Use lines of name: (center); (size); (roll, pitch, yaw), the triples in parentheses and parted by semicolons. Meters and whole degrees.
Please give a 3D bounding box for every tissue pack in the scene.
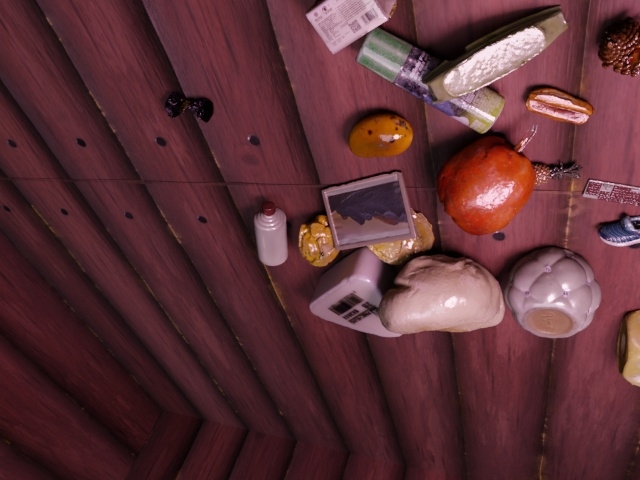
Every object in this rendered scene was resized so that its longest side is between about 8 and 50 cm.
tissue pack: (0.065, -0.481, 1.101); (0.148, 0.099, 0.106); (-18, 123, 40)

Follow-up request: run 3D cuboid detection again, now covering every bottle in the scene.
bottle: (-0.160, -0.029, 1.720); (0.104, 0.104, 0.245); (14, 140, 11)
bottle: (0.238, -0.353, 1.165); (0.330, 0.093, 0.093); (28, 141, -5)

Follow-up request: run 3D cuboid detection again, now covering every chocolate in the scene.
chocolate: (-0.373, -0.368, 1.477); (0.147, 0.070, 0.072); (9, 111, 16)

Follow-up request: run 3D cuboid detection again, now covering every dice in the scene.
dice: (0.948, 0.311, 1.505); (0.169, 0.166, 0.169); (6, 138, 21)

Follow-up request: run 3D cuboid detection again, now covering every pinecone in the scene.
pinecone: (0.578, -0.355, 0.999); (0.102, 0.102, 0.109); (-19, 135, 40)

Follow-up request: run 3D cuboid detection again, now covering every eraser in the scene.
eraser: (0.138, 0.160, 1.752); (0.331, 0.150, 0.331); (13, 138, 12)

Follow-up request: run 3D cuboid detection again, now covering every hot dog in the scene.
hot dog: (0.515, -0.290, 1.143); (0.144, 0.038, 0.062); (16, 138, 5)

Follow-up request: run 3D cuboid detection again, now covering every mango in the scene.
mango: (0.143, -0.260, 1.326); (0.178, 0.090, 0.115); (1, 144, 37)

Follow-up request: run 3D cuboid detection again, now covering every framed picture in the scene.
framed picture: (0.133, -0.080, 1.512); (0.265, 0.018, 0.192); (-11, 98, 35)

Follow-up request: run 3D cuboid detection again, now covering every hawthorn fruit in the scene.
hawthorn fruit: (0.404, -0.148, 1.239); (0.211, 0.211, 0.299); (32, 125, -11)

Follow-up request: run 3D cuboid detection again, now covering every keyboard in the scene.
keyboard: (0.718, -0.108, 1.264); (0.165, 0.017, 0.055); (12, 140, 14)

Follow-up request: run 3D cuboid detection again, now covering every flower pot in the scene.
flower pot: (0.630, 0.146, 1.454); (0.246, 0.195, 0.246); (13, 140, 11)

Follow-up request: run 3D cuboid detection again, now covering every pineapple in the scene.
pineapple: (0.554, -0.156, 1.262); (0.124, 0.058, 0.058); (2, 136, 24)

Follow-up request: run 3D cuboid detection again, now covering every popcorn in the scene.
popcorn: (0.000, 0.000, 1.653); (0.148, 0.152, 0.167); (1, 121, -27)

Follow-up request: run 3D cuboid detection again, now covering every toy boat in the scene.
toy boat: (0.345, -0.363, 1.056); (0.293, 0.055, 0.093); (-26, 113, 21)

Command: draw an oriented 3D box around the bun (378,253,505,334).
bun: (0.344, 0.157, 1.563); (0.364, 0.220, 0.365); (-3, 161, -1)

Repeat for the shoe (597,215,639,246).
shoe: (0.755, -0.030, 1.298); (0.142, 0.064, 0.071); (-10, 132, 31)

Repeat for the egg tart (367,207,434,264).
egg tart: (0.213, -0.010, 1.572); (0.231, 0.098, 0.252); (-9, 128, 29)
